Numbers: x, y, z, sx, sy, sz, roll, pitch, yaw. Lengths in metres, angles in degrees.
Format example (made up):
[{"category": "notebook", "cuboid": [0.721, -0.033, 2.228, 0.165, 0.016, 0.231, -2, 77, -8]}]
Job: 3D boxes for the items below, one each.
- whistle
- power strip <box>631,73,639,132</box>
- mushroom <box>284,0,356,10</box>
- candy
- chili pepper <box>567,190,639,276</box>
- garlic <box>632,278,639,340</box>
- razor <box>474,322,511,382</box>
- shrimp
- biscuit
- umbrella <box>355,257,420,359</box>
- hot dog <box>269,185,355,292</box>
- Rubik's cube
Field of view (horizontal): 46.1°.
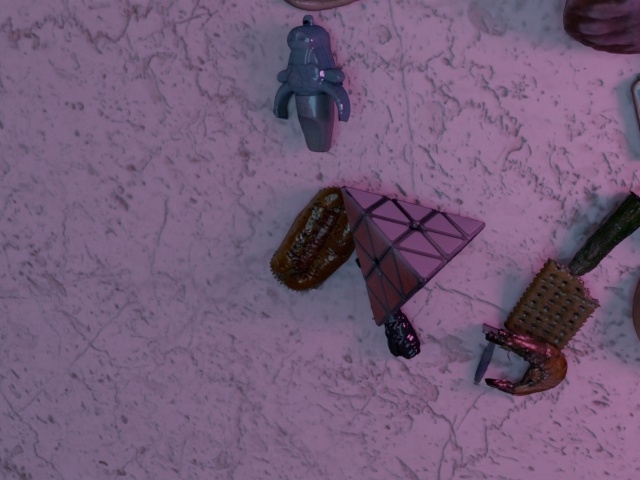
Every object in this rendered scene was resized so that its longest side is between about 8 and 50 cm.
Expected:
[{"category": "whistle", "cuboid": [-0.014, -0.316, 1.526, 0.186, 0.093, 0.274, 10, 112, 40]}, {"category": "power strip", "cuboid": [0.623, -0.220, 1.413, 0.047, 0.030, 0.191, -14, 101, 19]}, {"category": "mushroom", "cuboid": [-0.010, -0.497, 1.503, 0.306, 0.043, 0.068, 5, 89, 15]}, {"category": "candy", "cuboid": [0.565, -0.423, 1.277, 0.289, 0.214, 0.157, 0, 61, 26]}, {"category": "chili pepper", "cuboid": [0.549, 0.006, 1.470, 0.059, 0.088, 0.227, 45, 114, 15]}, {"category": "garlic", "cuboid": [0.715, 0.148, 1.452, 0.228, 0.110, 0.217, 37, 114, 2]}, {"category": "razor", "cuboid": [0.358, 0.248, 1.615, 0.068, 0.040, 0.135, 21, 116, 9]}, {"category": "shrimp", "cuboid": [0.410, 0.260, 1.566, 0.217, 0.051, 0.150, 29, 117, -18]}, {"category": "biscuit", "cuboid": [0.476, 0.140, 1.530, 0.144, 0.016, 0.203, 29, 128, 5]}, {"category": "umbrella", "cuboid": [0.143, 0.146, 1.622, 0.070, 0.071, 0.248, -22, 100, 19]}, {"category": "hot dog", "cuboid": [0.000, 0.000, 1.615, 0.144, 0.075, 0.268, 38, 108, 5]}, {"category": "Rubik's cube", "cuboid": [0.168, 0.028, 1.498, 0.233, 0.228, 0.229, -5, 63, 35]}]
